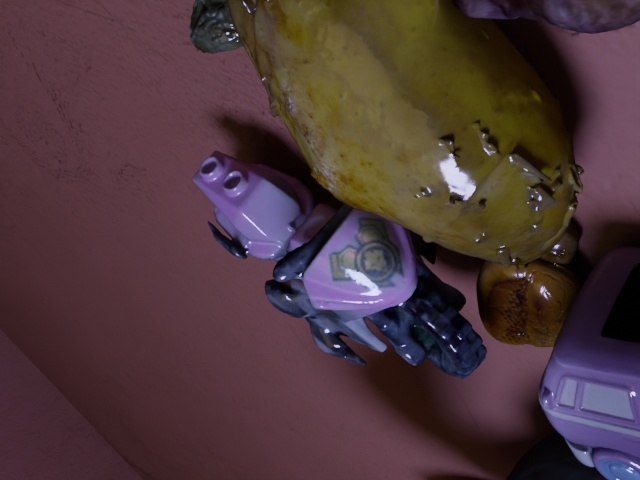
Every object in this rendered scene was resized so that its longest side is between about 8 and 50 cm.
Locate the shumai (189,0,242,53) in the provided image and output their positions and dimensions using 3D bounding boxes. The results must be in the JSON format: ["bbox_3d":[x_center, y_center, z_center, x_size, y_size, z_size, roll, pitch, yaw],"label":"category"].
[{"bbox_3d":[-0.072,-0.196,0.635,0.083,0.082,0.080,-8,127,25],"label":"shumai"}]

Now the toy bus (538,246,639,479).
[{"bbox_3d":[0.257,0.088,0.557,0.202,0.142,0.142,4,139,46],"label":"toy bus"}]

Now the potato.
[{"bbox_3d":[0.049,-0.102,0.543,0.300,0.140,0.173,48,148,-7],"label":"potato"}]

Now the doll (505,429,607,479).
[{"bbox_3d":[0.179,0.298,0.722,0.382,0.379,0.252,105,149,-44],"label":"doll"}]

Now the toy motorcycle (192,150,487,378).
[{"bbox_3d":[0.000,0.000,0.714,0.327,0.143,0.188,34,171,39],"label":"toy motorcycle"}]

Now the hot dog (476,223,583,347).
[{"bbox_3d":[0.173,0.038,0.672,0.090,0.060,0.140,18,150,29],"label":"hot dog"}]

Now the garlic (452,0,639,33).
[{"bbox_3d":[0.100,-0.189,0.349,0.245,0.160,0.245,21,146,15],"label":"garlic"}]
